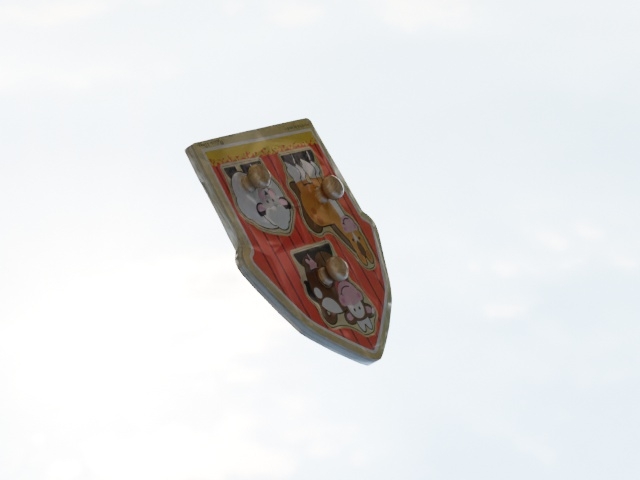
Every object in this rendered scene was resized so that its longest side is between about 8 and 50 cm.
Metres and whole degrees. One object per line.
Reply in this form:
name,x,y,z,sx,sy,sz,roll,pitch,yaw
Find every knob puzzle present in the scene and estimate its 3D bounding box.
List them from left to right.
knob puzzle,0.000,0.000,1.352,0.030,0.213,0.213,-32,-174,29
